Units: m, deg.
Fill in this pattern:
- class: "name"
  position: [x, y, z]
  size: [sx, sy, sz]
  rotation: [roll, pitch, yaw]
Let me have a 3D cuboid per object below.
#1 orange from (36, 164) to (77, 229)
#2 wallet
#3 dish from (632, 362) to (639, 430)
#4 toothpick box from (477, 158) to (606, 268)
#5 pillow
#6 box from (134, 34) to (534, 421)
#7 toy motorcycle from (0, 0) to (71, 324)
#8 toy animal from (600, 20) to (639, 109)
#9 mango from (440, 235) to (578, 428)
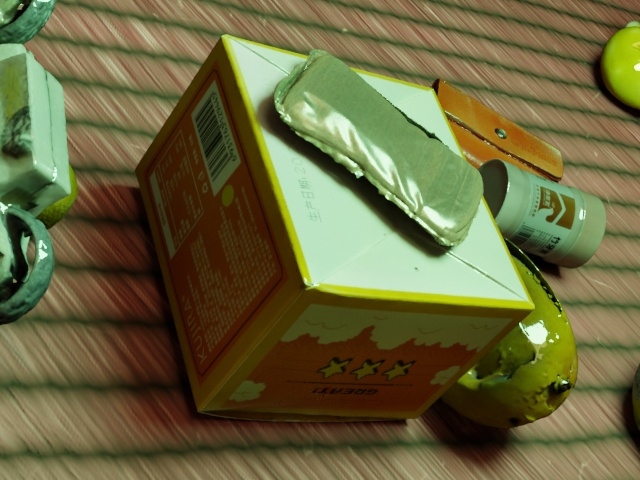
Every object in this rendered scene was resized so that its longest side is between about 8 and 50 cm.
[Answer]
- class: "orange"
  position: [-0.264, -0.052, 1.018]
  size: [0.095, 0.085, 0.085]
  rotation: [32, 39, -5]
- class: "wallet"
  position: [0.228, -0.122, 1.507]
  size: [0.204, 0.045, 0.142]
  rotation: [28, 40, -14]
- class: "dish"
  position: [0.418, 0.190, 1.327]
  size: [0.149, 0.080, 0.207]
  rotation: [31, 40, -4]
- class: "toothpick box"
  position: [0.261, -0.032, 1.403]
  size: [0.149, 0.098, 0.098]
  rotation: [18, 43, -23]
- class: "pillow"
  position: [0.056, -0.083, 1.008]
  size: [0.211, 0.034, 0.135]
  rotation: [39, 34, -4]
- class: "box"
  position: [0.000, 0.000, 1.075]
  size: [0.259, 0.214, 0.283]
  rotation: [9, 48, -36]
- class: "toy motorcycle"
  position: [-0.313, -0.079, 0.937]
  size: [0.108, 0.223, 0.340]
  rotation: [52, 28, -64]
- class: "toy animal"
  position: [0.607, -0.286, 1.806]
  size: [0.278, 0.247, 0.345]
  rotation: [9, 47, -29]
- class: "mango"
  position: [0.160, 0.084, 1.179]
  size: [0.156, 0.151, 0.248]
  rotation: [-34, 62, -8]
